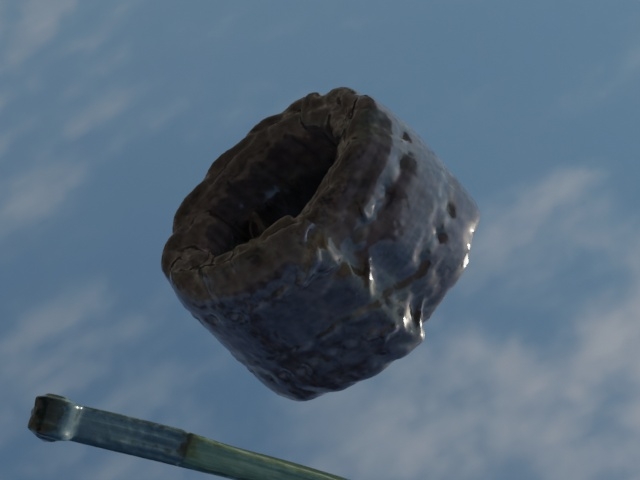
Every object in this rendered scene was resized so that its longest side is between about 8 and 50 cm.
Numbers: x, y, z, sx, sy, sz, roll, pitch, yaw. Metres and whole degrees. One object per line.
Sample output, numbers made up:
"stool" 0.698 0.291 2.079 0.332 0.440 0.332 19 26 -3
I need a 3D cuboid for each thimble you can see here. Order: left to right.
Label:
"thimble" -0.002 0.000 0.969 0.150 0.098 0.150 -33 -151 21

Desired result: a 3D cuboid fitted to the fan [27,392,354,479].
"fan" -0.021 0.084 0.677 0.038 0.193 0.016 7 -100 56
